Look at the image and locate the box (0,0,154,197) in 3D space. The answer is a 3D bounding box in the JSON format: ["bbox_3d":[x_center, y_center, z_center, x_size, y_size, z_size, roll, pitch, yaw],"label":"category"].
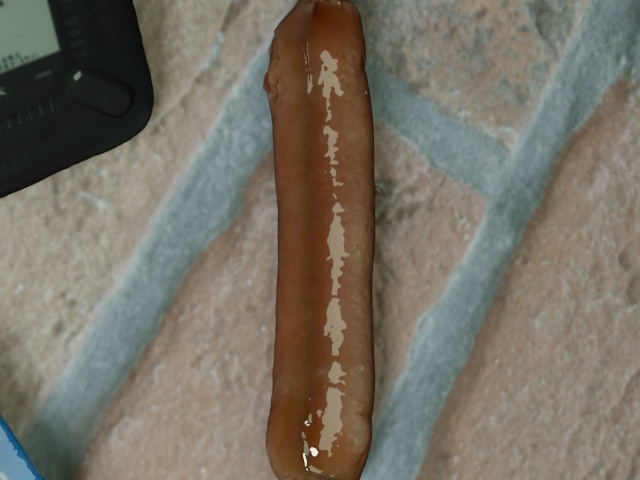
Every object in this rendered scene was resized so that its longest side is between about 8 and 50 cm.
[{"bbox_3d":[-0.278,-0.158,1.336,0.290,0.073,0.289,-25,124,-24],"label":"box"}]

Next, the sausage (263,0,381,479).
[{"bbox_3d":[0.000,0.000,1.470,0.094,0.094,0.419,13,71,-50],"label":"sausage"}]

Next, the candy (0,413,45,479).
[{"bbox_3d":[-0.355,0.222,1.276,0.306,0.100,0.157,-34,92,-25],"label":"candy"}]
